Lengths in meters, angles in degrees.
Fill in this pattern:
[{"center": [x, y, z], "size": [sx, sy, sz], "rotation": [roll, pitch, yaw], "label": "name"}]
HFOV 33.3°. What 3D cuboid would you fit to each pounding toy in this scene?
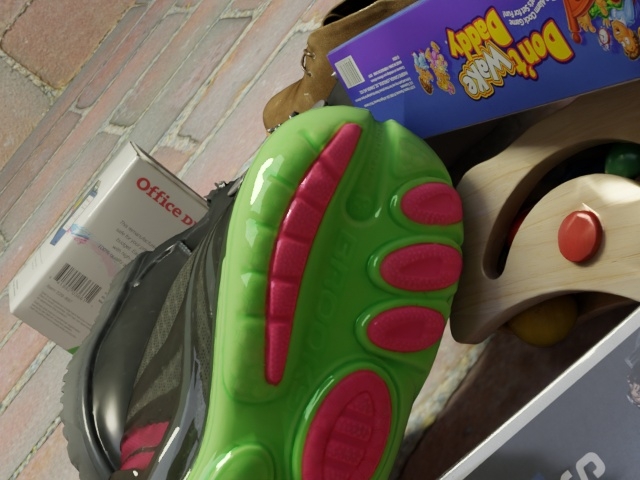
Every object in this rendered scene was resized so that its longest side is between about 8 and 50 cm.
[{"center": [0.209, -0.005, 0.594], "size": [0.269, 0.155, 0.154], "rotation": [-37, 54, 46], "label": "pounding toy"}]

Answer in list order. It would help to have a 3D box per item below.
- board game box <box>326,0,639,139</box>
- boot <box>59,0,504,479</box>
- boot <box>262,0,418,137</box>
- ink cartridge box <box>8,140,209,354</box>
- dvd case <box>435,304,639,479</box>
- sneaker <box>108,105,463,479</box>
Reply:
[{"center": [0.173, -0.158, 0.605], "size": [0.233, 0.078, 0.347], "rotation": [-33, 9, -17], "label": "board game box"}, {"center": [0.000, -0.001, 0.880], "size": [0.445, 0.146, 0.367], "rotation": [-37, 29, 16], "label": "boot"}, {"center": [0.019, -0.186, 1.117], "size": [0.305, 0.115, 0.112], "rotation": [-20, 40, 50], "label": "boot"}, {"center": [-0.207, 0.024, 1.151], "size": [0.212, 0.154, 0.093], "rotation": [-50, 23, 2], "label": "ink cartridge box"}, {"center": [0.172, 0.109, 0.443], "size": [0.239, 0.029, 0.179], "rotation": [-44, 55, 13], "label": "dvd case"}, {"center": [-0.052, 0.154, 0.673], "size": [0.482, 0.185, 0.202], "rotation": [-64, 9, -7], "label": "sneaker"}]
